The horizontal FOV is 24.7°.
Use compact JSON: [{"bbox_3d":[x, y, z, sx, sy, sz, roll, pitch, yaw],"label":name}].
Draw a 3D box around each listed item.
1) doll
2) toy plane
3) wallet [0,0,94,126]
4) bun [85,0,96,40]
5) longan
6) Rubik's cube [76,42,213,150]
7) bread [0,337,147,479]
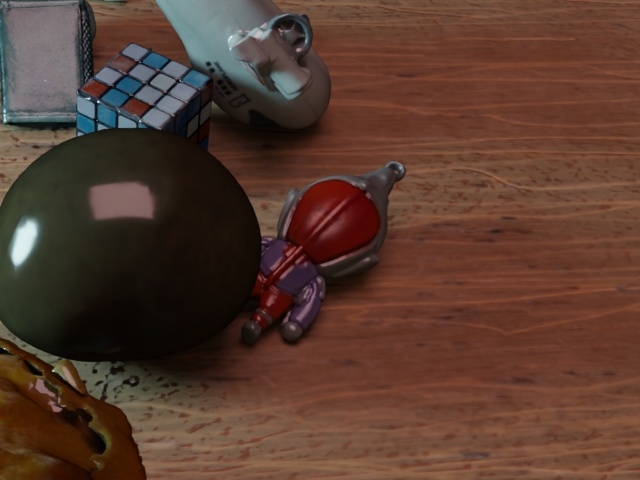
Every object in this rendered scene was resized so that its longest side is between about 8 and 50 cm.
[{"bbox_3d":[0.000,0.000,1.271,0.102,0.075,0.227,40,61,8],"label":"doll"},{"bbox_3d":[-0.089,-0.198,1.374,0.118,0.252,0.252,-47,61,0],"label":"toy plane"},{"bbox_3d":[-0.262,-0.170,1.397,0.088,0.026,0.129,-3,76,-10],"label":"wallet"},{"bbox_3d":[-0.260,-0.210,1.449,0.083,0.045,0.083,0,63,-1],"label":"bun"},{"bbox_3d":[-0.159,0.004,1.161,0.220,0.196,0.196,-14,49,-9],"label":"longan"},{"bbox_3d":[-0.162,-0.109,1.338,0.092,0.092,0.092,26,47,15],"label":"Rubik's cube"},{"bbox_3d":[-0.282,0.184,0.904,0.337,0.204,0.358,5,24,-13],"label":"bread"}]
